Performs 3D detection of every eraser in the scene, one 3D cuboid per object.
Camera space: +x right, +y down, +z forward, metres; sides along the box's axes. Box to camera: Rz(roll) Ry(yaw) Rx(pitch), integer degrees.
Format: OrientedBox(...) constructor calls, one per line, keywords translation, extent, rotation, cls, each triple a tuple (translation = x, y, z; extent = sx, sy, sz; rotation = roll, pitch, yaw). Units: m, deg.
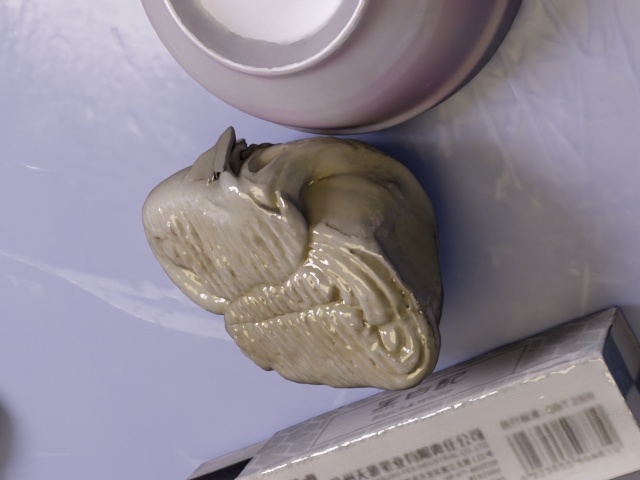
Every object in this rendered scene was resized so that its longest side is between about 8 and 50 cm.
OrientedBox(translation=(0.063, 0.173, 0.981), extent=(0.404, 0.096, 0.098), rotation=(-24, 99, 29), cls="eraser")

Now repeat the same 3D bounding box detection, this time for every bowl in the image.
OrientedBox(translation=(-0.013, -0.201, 0.851), extent=(0.287, 0.144, 0.287), rotation=(8, 111, 21), cls="bowl")

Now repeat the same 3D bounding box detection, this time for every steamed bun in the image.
OrientedBox(translation=(-0.002, -0.002, 0.922), extent=(0.211, 0.144, 0.218), rotation=(51, 147, -15), cls="steamed bun")
